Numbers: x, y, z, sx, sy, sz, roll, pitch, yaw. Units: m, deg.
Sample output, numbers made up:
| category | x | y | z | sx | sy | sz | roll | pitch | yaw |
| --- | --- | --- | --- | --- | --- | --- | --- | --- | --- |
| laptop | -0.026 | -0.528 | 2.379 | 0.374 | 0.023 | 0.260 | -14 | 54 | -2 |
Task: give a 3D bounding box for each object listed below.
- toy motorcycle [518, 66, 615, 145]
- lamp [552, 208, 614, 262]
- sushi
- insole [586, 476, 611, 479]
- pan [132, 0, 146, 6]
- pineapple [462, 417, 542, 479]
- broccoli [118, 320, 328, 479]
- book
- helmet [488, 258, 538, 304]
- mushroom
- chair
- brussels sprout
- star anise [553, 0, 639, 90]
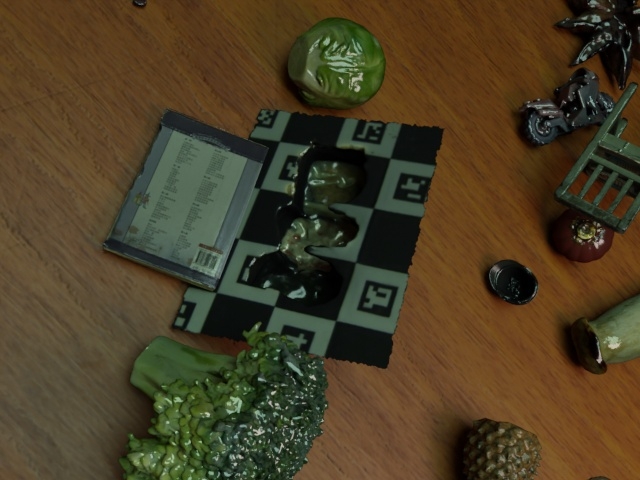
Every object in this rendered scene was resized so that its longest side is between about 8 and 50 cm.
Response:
| category | x | y | z | sx | sy | sz | roll | pitch | yaw |
| --- | --- | --- | --- | --- | --- | --- | --- | --- | --- |
| toy motorcycle | 0.451 | -0.249 | 1.307 | 0.213 | 0.084 | 0.118 | -19 | 91 | -22 |
| lamp | 0.455 | -0.011 | 1.233 | 0.101 | 0.090 | 0.101 | -2 | 81 | 12 |
| sushi | 0.000 | 0.000 | 1.018 | 0.296 | 0.100 | 0.373 | 9 | 64 | 17 |
| insole | 0.376 | 0.424 | 1.118 | 0.253 | 0.005 | 0.086 | -6 | 78 | -25 |
| pan | -0.261 | -0.451 | 1.073 | 0.115 | 0.040 | 0.212 | 9 | 71 | -16 |
| pineapple | 0.225 | 0.394 | 1.001 | 0.130 | 0.119 | 0.277 | 34 | 65 | -32 |
| broccoli | -0.129 | 0.215 | 0.864 | 0.243 | 0.247 | 0.263 | 30 | 85 | 22 |
| book | -0.181 | -0.060 | 0.987 | 0.158 | 0.026 | 0.231 | 22 | 66 | -8 |
| helmet | 0.319 | 0.072 | 1.171 | 0.065 | 0.049 | 0.084 | -45 | 66 | 3 |
| mushroom | 0.559 | 0.144 | 1.240 | 0.312 | 0.081 | 0.099 | -16 | 88 | -29 |
| chair | 0.531 | -0.120 | 1.251 | 0.136 | 0.147 | 0.270 | 31 | 77 | 23 |
| brussels sprout | 0.029 | -0.278 | 1.107 | 0.155 | 0.117 | 0.155 | 9 | 73 | -32 |
| star anise | 0.586 | -0.435 | 1.409 | 0.272 | 0.102 | 0.271 | 6 | 73 | -19 |
